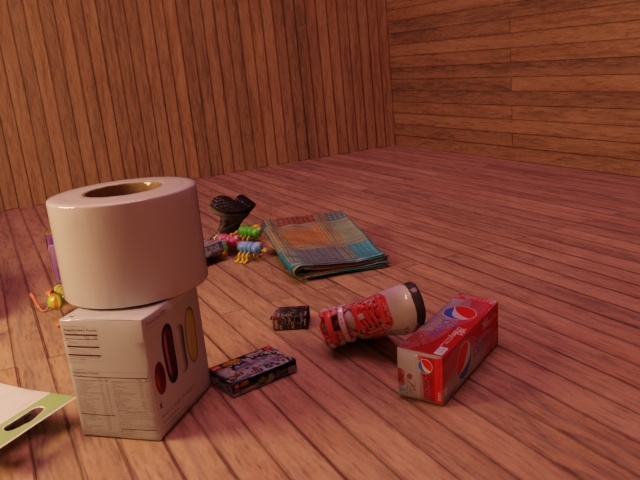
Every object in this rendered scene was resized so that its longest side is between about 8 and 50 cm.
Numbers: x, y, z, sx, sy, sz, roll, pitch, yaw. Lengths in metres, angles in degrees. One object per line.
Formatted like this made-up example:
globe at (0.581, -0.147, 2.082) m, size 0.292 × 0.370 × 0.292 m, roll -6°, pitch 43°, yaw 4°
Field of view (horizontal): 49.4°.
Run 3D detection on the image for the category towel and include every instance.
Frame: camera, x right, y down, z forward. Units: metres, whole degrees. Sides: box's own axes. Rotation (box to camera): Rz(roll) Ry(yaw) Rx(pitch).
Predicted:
towel at (0.000, 0.000, 1.940) m, size 0.271 × 0.040 × 0.370 m, roll -7°, pitch 24°, yaw -16°

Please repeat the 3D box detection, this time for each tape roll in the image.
tape roll at (-0.322, -0.005, 1.175) m, size 0.246 × 0.169 × 0.246 m, roll -5°, pitch 16°, yaw 1°

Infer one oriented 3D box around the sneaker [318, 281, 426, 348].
sneaker at (0.084, 0.147, 1.284) m, size 0.144 × 0.090 × 0.270 m, roll -13°, pitch -8°, yaw -18°

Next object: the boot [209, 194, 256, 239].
boot at (-0.295, -0.054, 2.166) m, size 0.083 × 0.161 × 0.246 m, roll 36°, pitch 15°, yaw 12°

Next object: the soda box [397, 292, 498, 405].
soda box at (0.227, 0.182, 1.206) m, size 0.083 × 0.092 × 0.263 m, roll 7°, pitch 20°, yaw 33°

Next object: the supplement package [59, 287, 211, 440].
supplement package at (-0.298, 0.190, 1.159) m, size 0.149 × 0.203 × 0.194 m, roll -1°, pitch 16°, yaw 16°

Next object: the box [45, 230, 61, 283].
box at (-0.682, 0.027, 2.074) m, size 0.242 × 0.117 × 0.213 m, roll -12°, pitch 16°, yaw -21°

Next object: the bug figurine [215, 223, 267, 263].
bug figurine at (-0.198, -0.007, 2.109) m, size 0.216 × 0.072 × 0.279 m, roll 3°, pitch 18°, yaw 30°

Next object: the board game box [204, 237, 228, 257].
board game box at (-0.385, 0.042, 2.009) m, size 0.136 × 0.035 × 0.201 m, roll -3°, pitch 16°, yaw 44°

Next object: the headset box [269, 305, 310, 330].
headset box at (-0.066, 0.166, 1.492) m, size 0.083 × 0.032 × 0.062 m, roll -3°, pitch 15°, yaw 6°

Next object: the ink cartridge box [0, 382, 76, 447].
ink cartridge box at (-0.540, 0.298, 1.133) m, size 0.235 × 0.056 × 0.171 m, roll 5°, pitch 18°, yaw 24°

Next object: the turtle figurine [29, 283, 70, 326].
turtle figurine at (-0.595, 0.125, 1.731) m, size 0.269 × 0.087 × 0.217 m, roll 9°, pitch 21°, yaw 44°

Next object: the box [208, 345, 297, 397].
box at (-0.124, 0.235, 1.264) m, size 0.137 × 0.027 × 0.094 m, roll -17°, pitch 18°, yaw -35°
